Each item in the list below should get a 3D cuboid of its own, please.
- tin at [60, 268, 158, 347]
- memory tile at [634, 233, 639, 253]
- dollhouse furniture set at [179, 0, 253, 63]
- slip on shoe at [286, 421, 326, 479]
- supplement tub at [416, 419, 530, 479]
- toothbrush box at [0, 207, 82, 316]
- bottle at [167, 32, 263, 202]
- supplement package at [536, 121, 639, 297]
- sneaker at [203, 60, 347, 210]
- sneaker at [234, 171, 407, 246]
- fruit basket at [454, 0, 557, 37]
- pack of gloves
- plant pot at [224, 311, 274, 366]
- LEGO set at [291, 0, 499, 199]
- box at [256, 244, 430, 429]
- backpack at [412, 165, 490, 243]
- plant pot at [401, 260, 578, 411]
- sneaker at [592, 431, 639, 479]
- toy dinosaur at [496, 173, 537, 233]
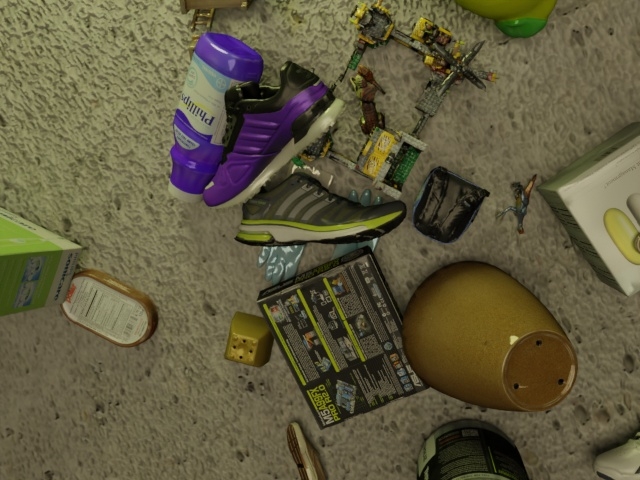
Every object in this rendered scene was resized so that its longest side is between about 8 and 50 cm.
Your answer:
[{"bbox_3d":[-0.394,0.126,1.310,0.189,0.040,0.106,26,96,3],"label":"tin"},{"bbox_3d":[0.547,-0.019,1.042,0.113,0.012,0.148,34,99,1],"label":"memory tile"},{"bbox_3d":[-0.133,-0.379,1.200,0.181,0.101,0.161,-1,122,6],"label":"dollhouse furniture set"},{"bbox_3d":[-0.024,0.397,1.303,0.041,0.051,0.136,-18,87,-31],"label":"slip on shoe"},{"bbox_3d":[0.252,0.434,1.135,0.193,0.316,0.194,1,97,7],"label":"supplement tub"},{"bbox_3d":[-0.577,0.031,1.177,0.206,0.283,0.122,23,100,13],"label":"toothbrush box"},{"bbox_3d":[-0.188,-0.197,1.184,0.118,0.092,0.283,41,122,27],"label":"bottle"},{"bbox_3d":[0.495,-0.054,1.125,0.194,0.149,0.203,-35,92,9],"label":"supplement package"},{"bbox_3d":[-0.107,-0.172,1.108,0.293,0.102,0.146,-37,107,28],"label":"sneaker"},{"bbox_3d":[-0.005,-0.055,1.176,0.299,0.111,0.122,-2,86,17],"label":"sneaker"},{"bbox_3d":[0.221,-0.465,1.044,0.282,0.392,0.393,-3,97,7],"label":"fruit basket"},{"bbox_3d":[0.000,0.000,1.243,0.194,0.046,0.232,20,99,3],"label":"pack of gloves"},{"bbox_3d":[-0.130,0.183,1.262,0.081,0.083,0.082,13,98,5],"label":"plant pot"},{"bbox_3d":[0.096,-0.219,1.126,0.254,0.192,0.331,37,100,1],"label":"LEGO set"},{"bbox_3d":[0.042,0.172,1.237,0.216,0.060,0.270,-24,102,10],"label":"box"},{"bbox_3d":[0.210,-0.054,1.190,0.105,0.084,0.114,27,95,3],"label":"backpack"},{"bbox_3d":[0.279,0.168,1.098,0.236,0.254,0.237,-2,98,-12],"label":"plant pot"},{"bbox_3d":[0.570,0.316,1.197,0.234,0.094,0.153,-11,95,8],"label":"sneaker"},{"bbox_3d":[0.346,-0.055,1.200,0.090,0.047,0.082,-25,113,-1],"label":"toy dinosaur"}]
